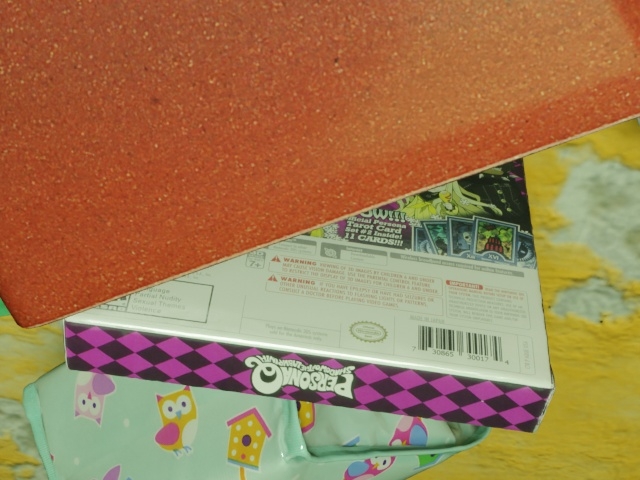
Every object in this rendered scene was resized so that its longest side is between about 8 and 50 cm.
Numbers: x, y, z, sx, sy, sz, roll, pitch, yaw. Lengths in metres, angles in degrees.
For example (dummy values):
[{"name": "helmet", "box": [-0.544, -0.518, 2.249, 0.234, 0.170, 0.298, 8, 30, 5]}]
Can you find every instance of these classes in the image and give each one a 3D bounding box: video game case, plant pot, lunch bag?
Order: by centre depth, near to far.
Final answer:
[{"name": "plant pot", "box": [-0.037, -0.167, 0.425, 0.267, 0.267, 0.235, -20, 119, 24]}, {"name": "video game case", "box": [0.000, 0.000, 0.605, 0.232, 0.210, 0.041, 8, 129, -2]}, {"name": "lunch bag", "box": [-0.024, 0.113, 0.758, 0.223, 0.160, 0.262, -31, 158, 31]}]

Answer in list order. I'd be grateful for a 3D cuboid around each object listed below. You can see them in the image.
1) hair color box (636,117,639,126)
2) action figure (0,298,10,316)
[{"name": "hair color box", "box": [0.162, -0.108, 0.553, 0.043, 0.072, 0.141, -17, 147, 20]}, {"name": "action figure", "box": [-0.194, 0.009, 0.740, 0.232, 0.063, 0.137, 0, 133, 12]}]
